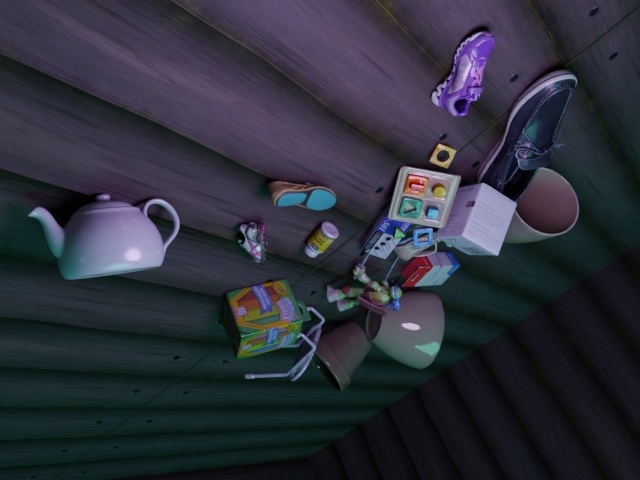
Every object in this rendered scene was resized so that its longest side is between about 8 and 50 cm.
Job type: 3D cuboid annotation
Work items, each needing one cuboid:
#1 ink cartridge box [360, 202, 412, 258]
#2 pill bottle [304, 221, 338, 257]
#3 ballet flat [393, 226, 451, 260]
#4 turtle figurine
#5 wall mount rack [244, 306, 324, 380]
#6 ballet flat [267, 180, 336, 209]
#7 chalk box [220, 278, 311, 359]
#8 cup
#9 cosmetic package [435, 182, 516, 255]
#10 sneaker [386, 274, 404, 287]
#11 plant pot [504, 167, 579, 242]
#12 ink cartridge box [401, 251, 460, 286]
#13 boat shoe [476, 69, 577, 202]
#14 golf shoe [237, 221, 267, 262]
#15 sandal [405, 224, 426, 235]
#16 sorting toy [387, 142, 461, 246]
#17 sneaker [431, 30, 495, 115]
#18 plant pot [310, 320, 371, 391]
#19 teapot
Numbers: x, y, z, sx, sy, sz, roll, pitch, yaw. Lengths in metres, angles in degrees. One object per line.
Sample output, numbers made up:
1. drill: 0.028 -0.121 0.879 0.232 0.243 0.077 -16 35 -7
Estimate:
1. ink cartridge box: 0.222 -0.029 1.972 0.097 0.046 0.207 18 133 -15
2. pill bottle: 0.000 0.000 1.865 0.065 0.065 0.116 6 137 -42
3. ballet flat: 0.411 -0.015 2.101 0.316 0.107 0.106 -23 110 8
4. turtle figurine: 0.167 0.152 2.192 0.267 0.274 0.198 -16 178 23
5. wall mount rack: -0.124 0.411 2.247 0.304 0.130 0.350 -45 -171 23
6. ballet flat: -0.049 -0.132 1.623 0.232 0.073 0.080 2 131 -48
7. chalk box: -0.173 0.260 2.027 0.289 0.180 0.179 -13 147 -23
8. cup: 0.327 0.352 2.454 0.237 0.330 0.331 12 137 -16
9. cosmetic package: 0.494 -0.064 1.880 0.152 0.183 0.151 27 169 -20
10. sneaker: 0.254 0.200 2.383 0.170 0.051 0.089 -20 149 -19
11. plant pot: 0.737 -0.094 2.140 0.257 0.256 0.274 -16 165 -17
12. ink cartridge box: 0.422 0.114 2.345 0.231 0.078 0.134 0 140 -37
13. boat shoe: 0.643 -0.296 1.811 0.187 0.155 0.500 -9 144 -23
14. golf shoe: -0.199 0.004 1.737 0.086 0.067 0.186 5 146 0
15. sandal: 0.288 -0.045 2.039 0.180 0.049 0.072 -25 148 28
16. sorting toy: 0.318 -0.127 1.805 0.196 0.047 0.347 8 117 -7
17. sneaker: 0.375 -0.408 1.485 0.095 0.104 0.236 -6 143 -29
18. plant pot: 0.089 0.467 2.502 0.229 0.263 0.263 -36 153 -17
19. teapot: -0.487 -0.015 1.376 0.253 0.186 0.256 -8 177 6
